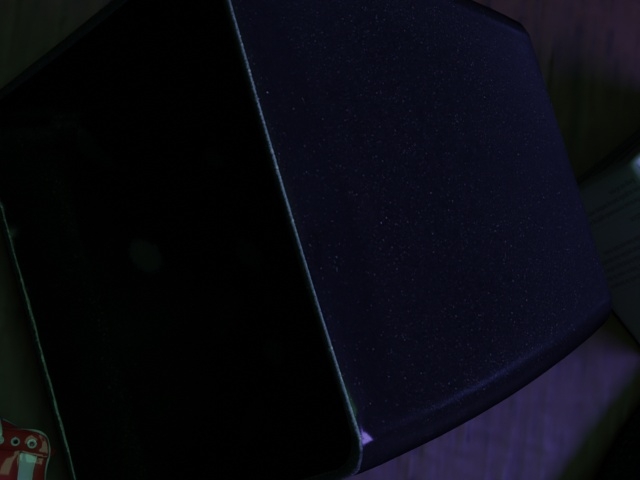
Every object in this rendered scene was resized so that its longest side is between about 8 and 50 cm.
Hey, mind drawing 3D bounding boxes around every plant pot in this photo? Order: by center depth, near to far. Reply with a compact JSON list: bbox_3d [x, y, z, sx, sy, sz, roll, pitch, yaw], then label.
[{"bbox_3d":[0.000,0.000,0.729,0.167,0.187,0.188,-9,79,-37],"label":"plant pot"}]

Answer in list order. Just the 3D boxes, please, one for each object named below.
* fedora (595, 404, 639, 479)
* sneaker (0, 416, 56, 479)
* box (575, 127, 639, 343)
[{"bbox_3d":[0.265,0.140,0.761,0.334,0.334,0.152,-51,125,-20],"label":"fedora"},{"bbox_3d":[-0.146,0.067,0.739,0.067,0.042,0.118,-21,92,-16],"label":"sneaker"},{"bbox_3d":[0.173,-0.017,0.823,0.102,0.101,0.087,-37,90,-21],"label":"box"}]
